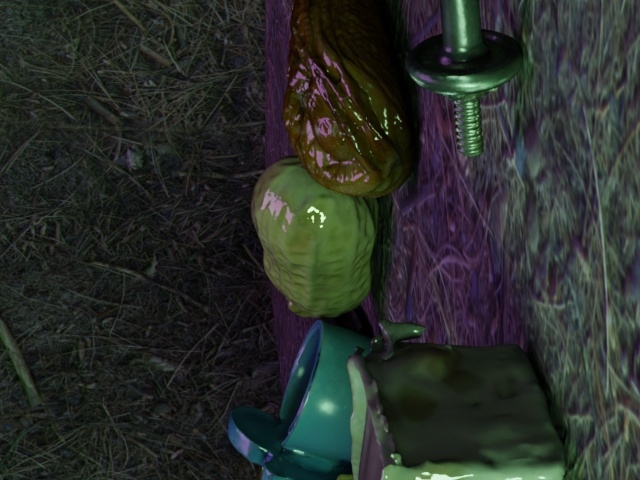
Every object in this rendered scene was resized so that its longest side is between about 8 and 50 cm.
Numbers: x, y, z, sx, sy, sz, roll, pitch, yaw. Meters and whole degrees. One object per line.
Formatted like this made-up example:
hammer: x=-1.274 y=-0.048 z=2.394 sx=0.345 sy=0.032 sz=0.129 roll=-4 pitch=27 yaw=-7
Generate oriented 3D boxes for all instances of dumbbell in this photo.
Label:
dumbbell: x=0.091 y=-0.169 z=1.048 sx=0.110 sy=0.110 sz=0.255 roll=-103 pitch=3 yaw=-58

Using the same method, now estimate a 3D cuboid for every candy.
candy: x=0.090 y=0.176 z=1.106 sx=0.185 sy=0.137 sz=0.195 roll=-105 pitch=13 yaw=-62

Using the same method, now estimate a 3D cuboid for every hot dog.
hot dog: x=0.023 y=-0.162 z=1.649 sx=0.196 sy=0.122 sz=0.272 roll=91 pitch=174 yaw=-48

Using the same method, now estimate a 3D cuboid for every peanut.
peanut: x=0.000 y=0.000 z=1.905 sx=0.313 sy=0.152 sz=0.152 roll=81 pitch=-178 yaw=-60

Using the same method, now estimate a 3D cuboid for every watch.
watch: x=0.009 y=0.203 z=1.925 sx=0.211 sy=0.211 sz=0.193 roll=-109 pitch=39 yaw=-70

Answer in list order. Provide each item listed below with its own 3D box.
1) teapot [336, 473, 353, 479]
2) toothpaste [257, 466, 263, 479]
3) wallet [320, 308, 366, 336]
teapot: x=0.048 y=0.350 z=1.815 sx=0.130 sy=0.119 sz=0.166 roll=105 pitch=168 yaw=-67
toothpaste: x=0.011 y=0.432 z=2.054 sx=0.077 sy=0.110 sz=0.327 roll=110 pitch=146 yaw=-65
wallet: x=0.044 y=0.279 z=2.170 sx=0.197 sy=0.051 sz=0.378 roll=-127 pitch=32 yaw=-75
